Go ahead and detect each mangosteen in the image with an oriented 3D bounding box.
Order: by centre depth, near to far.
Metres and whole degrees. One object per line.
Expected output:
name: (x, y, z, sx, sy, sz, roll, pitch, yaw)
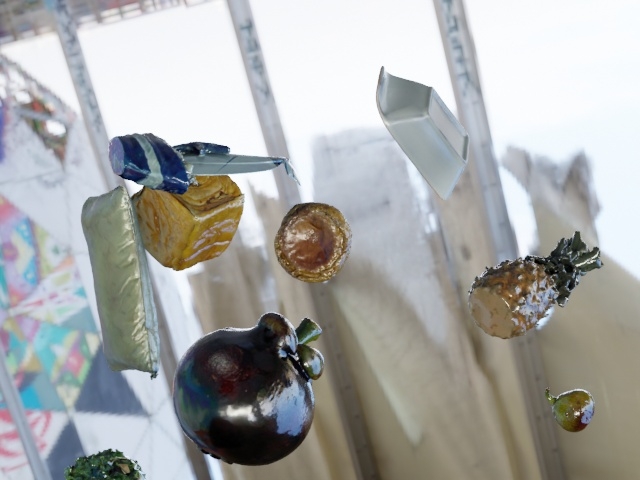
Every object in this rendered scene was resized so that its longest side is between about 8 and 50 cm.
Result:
mangosteen: (-0.139, 0.289, 2.109, 0.296, 0.313, 0.297, 26, -156, -13)

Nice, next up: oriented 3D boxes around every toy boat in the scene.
toy boat: (-0.179, -0.117, 1.574, 0.210, 0.070, 0.291, 26, -157, 38)

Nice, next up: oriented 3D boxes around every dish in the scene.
dish: (0.174, -0.196, 1.787, 0.064, 0.234, 0.154, -27, -151, 29)

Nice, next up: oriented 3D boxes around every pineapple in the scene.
pineapple: (0.415, 0.075, 2.077, 0.310, 0.141, 0.170, -28, -174, -36)

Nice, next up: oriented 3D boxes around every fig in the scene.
fig: (0.490, 0.331, 2.123, 0.098, 0.084, 0.082, 21, -116, 32)

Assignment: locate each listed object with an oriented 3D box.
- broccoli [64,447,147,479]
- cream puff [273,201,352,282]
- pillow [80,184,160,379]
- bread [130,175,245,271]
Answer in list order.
broccoli: (-0.319, 0.361, 1.267, 0.270, 0.270, 0.270, 28, -164, -2)
cream puff: (0.000, 0.000, 2.428, 0.183, 0.183, 0.169, -11, 180, 16)
pillow: (-0.319, 0.071, 1.705, 0.074, 0.303, 0.185, -9, 180, -31)
bread: (-0.231, -0.051, 1.839, 0.149, 0.158, 0.143, -20, 152, -45)
